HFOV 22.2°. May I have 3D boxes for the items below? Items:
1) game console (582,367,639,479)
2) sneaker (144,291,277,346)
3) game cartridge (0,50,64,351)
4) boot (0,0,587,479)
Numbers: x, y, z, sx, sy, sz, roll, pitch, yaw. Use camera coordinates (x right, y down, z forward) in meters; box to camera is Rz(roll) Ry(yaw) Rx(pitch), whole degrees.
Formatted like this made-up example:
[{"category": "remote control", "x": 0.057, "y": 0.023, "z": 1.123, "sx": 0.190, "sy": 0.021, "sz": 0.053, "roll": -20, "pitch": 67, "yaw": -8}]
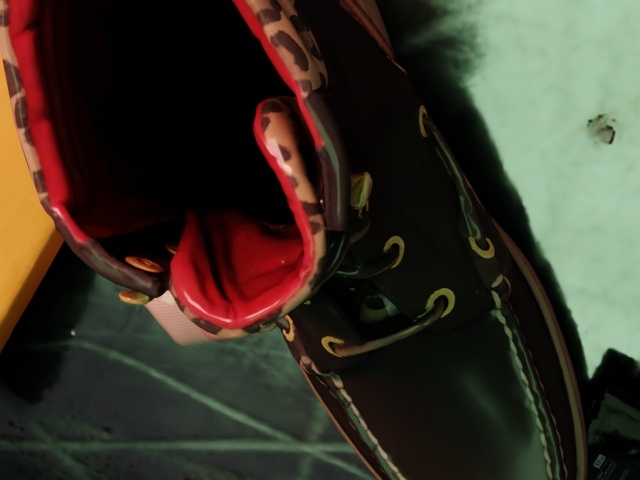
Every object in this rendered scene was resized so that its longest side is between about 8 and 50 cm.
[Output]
[{"category": "game console", "x": 0.267, "y": 0.083, "z": 0.842, "sx": 0.213, "sy": 0.044, "sz": 0.361, "roll": 30, "pitch": 107, "yaw": 3}, {"category": "sneaker", "x": -0.077, "y": -0.003, "z": 0.884, "sx": 0.070, "sy": 0.051, "sz": 0.134, "roll": -19, "pitch": 102, "yaw": 9}, {"category": "game cartridge", "x": -0.296, "y": -0.046, "z": 0.874, "sx": 0.323, "sy": 0.053, "sz": 0.285, "roll": 29, "pitch": 85, "yaw": 2}, {"category": "boot", "x": 0.000, "y": 0.000, "z": 0.741, "sx": 0.138, "sy": 0.284, "sz": 0.377, "roll": -22, "pitch": 91, "yaw": 14}]
